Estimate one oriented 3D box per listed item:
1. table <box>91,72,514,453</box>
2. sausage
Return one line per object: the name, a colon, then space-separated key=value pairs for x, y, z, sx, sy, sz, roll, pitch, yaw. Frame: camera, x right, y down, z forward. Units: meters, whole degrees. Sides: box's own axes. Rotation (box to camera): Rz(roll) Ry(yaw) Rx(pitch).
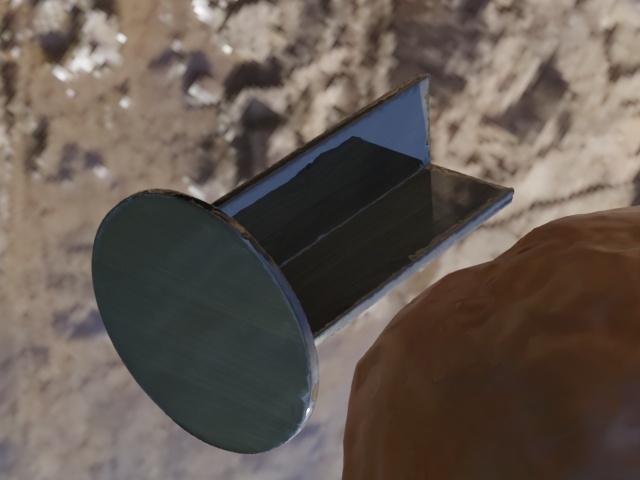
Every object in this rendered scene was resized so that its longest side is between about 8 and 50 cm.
table: x=0.000 y=0.000 z=1.078 sx=0.227 sy=0.167 sz=0.167 roll=-35 pitch=145 yaw=-40
sausage: x=0.080 y=0.118 z=0.420 sx=0.153 sy=0.141 sz=0.268 roll=38 pitch=48 yaw=-60
